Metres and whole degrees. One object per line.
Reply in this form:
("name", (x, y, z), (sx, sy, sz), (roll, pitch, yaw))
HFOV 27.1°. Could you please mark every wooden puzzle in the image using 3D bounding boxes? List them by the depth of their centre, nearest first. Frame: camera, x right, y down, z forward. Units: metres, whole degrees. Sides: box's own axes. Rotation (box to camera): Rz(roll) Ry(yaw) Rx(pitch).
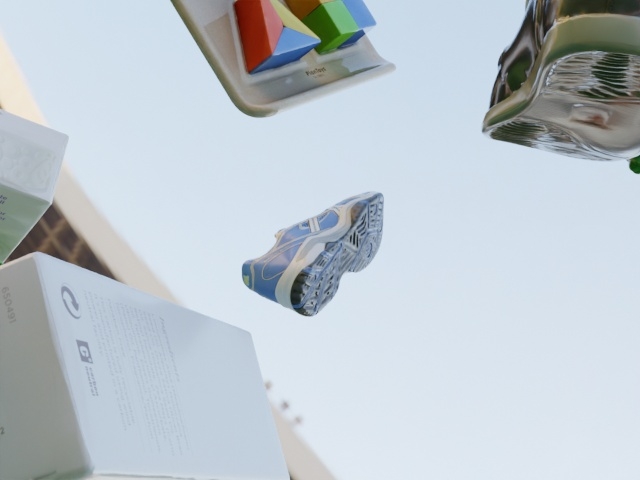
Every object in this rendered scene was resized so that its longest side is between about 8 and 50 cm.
("wooden puzzle", (-0.070, -0.330, 1.651), (0.080, 0.322, 0.348), (-40, -98, 37))

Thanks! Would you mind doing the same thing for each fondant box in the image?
("fondant box", (-0.463, -0.061, 1.548), (0.238, 0.096, 0.330), (21, -31, -21))

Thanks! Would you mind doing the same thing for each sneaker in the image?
("sneaker", (0.139, -0.113, 0.658), (0.083, 0.118, 0.222), (11, -10, -2))
("sneaker", (0.000, 0.000, 1.329), (0.081, 0.211, 0.080), (13, -62, 26))

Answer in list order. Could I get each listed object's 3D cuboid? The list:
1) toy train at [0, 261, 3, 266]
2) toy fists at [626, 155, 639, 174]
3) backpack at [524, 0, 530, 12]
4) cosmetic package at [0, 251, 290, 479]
("toy train", (-0.263, 0.007, 1.016), (0.023, 0.017, 0.083), (5, -44, 21))
("toy fists", (0.368, -0.117, 1.430), (0.096, 0.279, 0.142), (-59, -139, 16))
("backpack", (0.262, -0.183, 0.843), (0.225, 0.254, 0.191), (28, 2, 41))
("cosmetic package", (-0.209, 0.156, 1.097), (0.453, 0.230, 0.162), (33, 38, -71))
